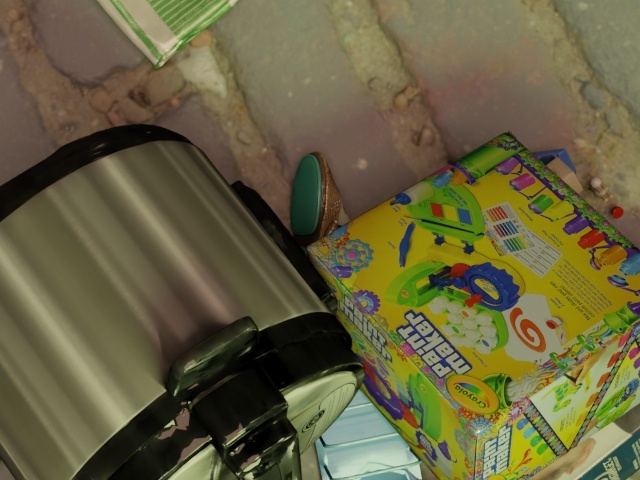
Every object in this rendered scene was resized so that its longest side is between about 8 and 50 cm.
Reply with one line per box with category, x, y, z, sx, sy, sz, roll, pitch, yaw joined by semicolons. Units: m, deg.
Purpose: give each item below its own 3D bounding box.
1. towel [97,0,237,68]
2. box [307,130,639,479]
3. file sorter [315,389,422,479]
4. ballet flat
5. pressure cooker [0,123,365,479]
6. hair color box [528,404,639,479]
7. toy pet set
towel;-0.147;-0.393;1.642;0.325;0.038;0.248;-42;94;-3
box;0.182;0.082;1.514;0.279;0.177;0.290;-29;55;-19
file sorter;0.054;0.222;1.640;0.118;0.104;0.170;-11;92;-5
ballet flat;0.000;0.000;1.658;0.067;0.073;0.206;5;94;-32
pressure cooker;-0.164;0.142;1.448;0.375;0.370;0.420;-46;71;19
hair color box;0.310;0.183;1.624;0.347;0.105;0.174;-38;56;-3
toy pet set;0.282;-0.047;1.688;0.122;0.065;0.114;-36;129;0
